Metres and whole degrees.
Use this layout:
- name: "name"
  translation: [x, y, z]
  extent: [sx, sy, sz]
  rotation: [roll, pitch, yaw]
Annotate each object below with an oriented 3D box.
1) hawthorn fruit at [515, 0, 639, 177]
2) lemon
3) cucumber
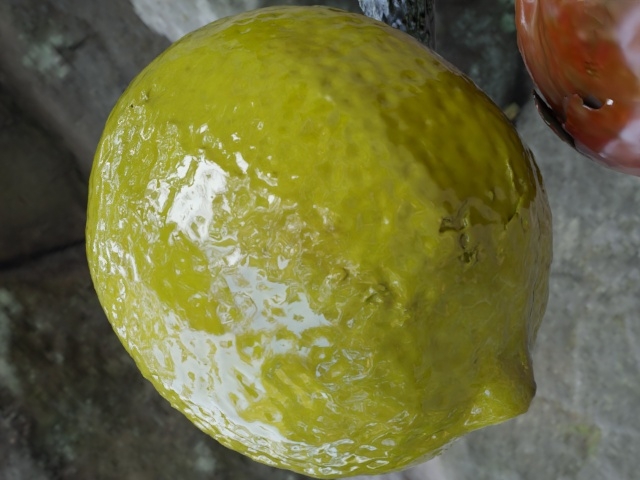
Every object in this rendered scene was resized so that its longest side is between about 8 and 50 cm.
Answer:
- name: "hawthorn fruit"
  translation: [0.260, -0.157, 0.599]
  extent: [0.307, 0.276, 0.276]
  rotation: [11, 171, -6]
- name: "lemon"
  translation: [0.000, -0.001, 0.619]
  extent: [0.267, 0.267, 0.267]
  rotation: [43, 169, 11]
- name: "cucumber"
  translation: [0.070, -0.178, 1.020]
  extent: [0.072, 0.072, 0.300]
  rotation: [32, 138, 50]
